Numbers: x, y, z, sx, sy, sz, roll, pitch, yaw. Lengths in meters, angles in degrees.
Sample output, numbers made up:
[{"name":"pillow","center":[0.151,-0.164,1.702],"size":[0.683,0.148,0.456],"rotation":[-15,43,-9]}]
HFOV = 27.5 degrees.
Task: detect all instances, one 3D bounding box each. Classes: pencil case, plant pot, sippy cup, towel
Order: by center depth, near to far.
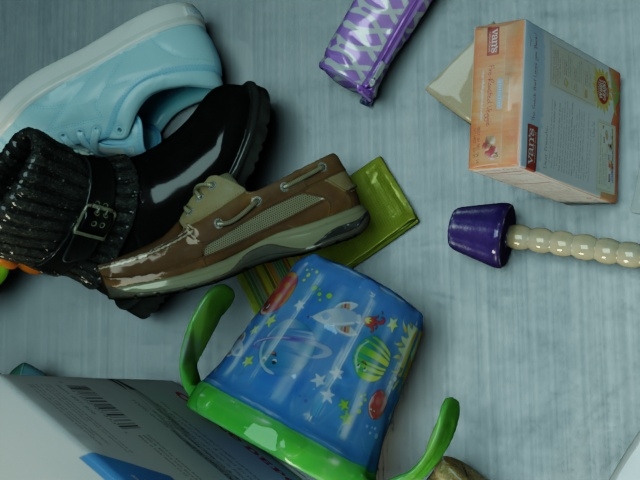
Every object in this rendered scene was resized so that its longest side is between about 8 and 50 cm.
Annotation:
[{"name":"sippy cup","center":[0.000,0.147,1.491],"size":[0.305,0.240,0.224],"rotation":[30,82,-8]},{"name":"plant pot","center":[0.200,-0.177,1.524],"size":[0.109,0.109,0.096],"rotation":[-45,82,9]},{"name":"pencil case","center":[0.079,-0.270,1.586],"size":[0.206,0.086,0.088],"rotation":[-61,34,4]},{"name":"towel","center":[0.000,0.000,1.610],"size":[0.237,0.021,0.102],"rotation":[-34,73,12]}]

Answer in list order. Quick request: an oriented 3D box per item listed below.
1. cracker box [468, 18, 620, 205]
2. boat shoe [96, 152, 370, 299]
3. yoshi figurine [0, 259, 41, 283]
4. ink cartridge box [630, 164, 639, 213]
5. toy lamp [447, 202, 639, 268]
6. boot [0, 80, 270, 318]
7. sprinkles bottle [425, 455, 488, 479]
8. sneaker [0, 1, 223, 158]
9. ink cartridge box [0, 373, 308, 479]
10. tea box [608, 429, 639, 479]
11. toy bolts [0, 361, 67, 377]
[{"name":"cracker box","center":[0.248,-0.133,1.422],"size":[0.067,0.232,0.156],"rotation":[-2,80,37]},{"name":"boat shoe","center":[-0.107,-0.018,1.530],"size":[0.323,0.122,0.120],"rotation":[-18,90,-14]},{"name":"yoshi figurine","center":[-0.533,0.091,1.742],"size":[0.362,0.203,0.203],"rotation":[-42,112,-5]},{"name":"ink cartridge box","center":[0.478,-0.100,1.444],"size":[0.232,0.066,0.189],"rotation":[10,85,42]},{"name":"toy lamp","center":[0.280,0.006,1.475],"size":[0.274,0.080,0.080],"rotation":[10,85,22]},{"name":"boot","center":[-0.240,-0.088,1.574],"size":[0.348,0.260,0.131],"rotation":[-57,28,5]},{"name":"sprinkles bottle","center":[0.081,0.415,1.463],"size":[0.121,0.121,0.355],"rotation":[37,95,21]},{"name":"sneaker","center":[-0.287,-0.155,1.681],"size":[0.366,0.135,0.150],"rotation":[-33,69,14]},{"name":"ink cartridge box","center":[-0.189,0.292,1.437],"size":[0.285,0.395,0.166],"rotation":[35,97,22]},{"name":"tea box","center":[0.397,0.399,1.293],"size":[0.329,0.220,0.324],"rotation":[30,94,22]},{"name":"toy bolts","center":[-0.385,0.273,1.662],"size":[0.158,0.218,0.229],"rotation":[5,61,-5]}]
